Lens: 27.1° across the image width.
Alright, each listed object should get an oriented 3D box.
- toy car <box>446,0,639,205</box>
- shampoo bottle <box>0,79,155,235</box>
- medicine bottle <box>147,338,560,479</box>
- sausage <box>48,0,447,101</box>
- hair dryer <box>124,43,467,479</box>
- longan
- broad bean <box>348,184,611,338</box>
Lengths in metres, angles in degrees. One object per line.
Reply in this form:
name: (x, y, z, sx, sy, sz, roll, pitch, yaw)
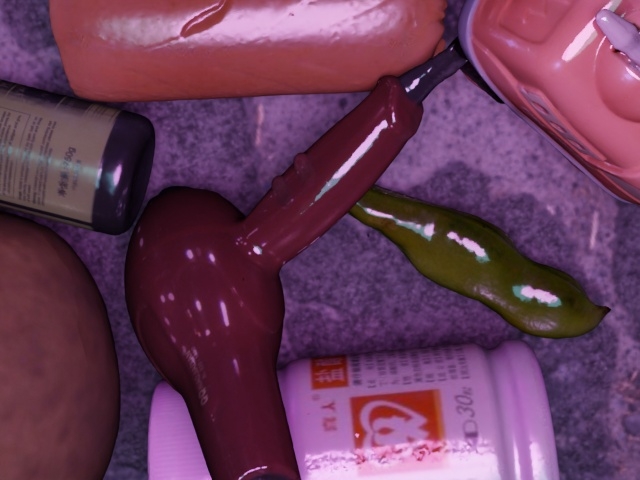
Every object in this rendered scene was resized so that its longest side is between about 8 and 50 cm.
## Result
toy car: (0.242, -0.126, 0.995, 0.270, 0.212, 0.180, 35, 102, -28)
shampoo bottle: (-0.280, -0.084, 1.067, 0.284, 0.101, 0.101, 14, 105, 2)
medicine bottle: (0.028, 0.194, 1.099, 0.316, 0.202, 0.202, -6, 105, 0)
sausage: (-0.052, -0.172, 1.041, 0.304, 0.121, 0.121, -2, 105, 0)
hair dryer: (0.000, 0.000, 0.989, 0.340, 0.312, 0.123, -44, 130, 14)
longan: (-0.298, 0.113, 1.044, 0.297, 0.297, 0.297, 0, 105, -1)
broad bean: (0.095, 0.013, 1.131, 0.318, 0.056, 0.098, 16, 120, 2)
